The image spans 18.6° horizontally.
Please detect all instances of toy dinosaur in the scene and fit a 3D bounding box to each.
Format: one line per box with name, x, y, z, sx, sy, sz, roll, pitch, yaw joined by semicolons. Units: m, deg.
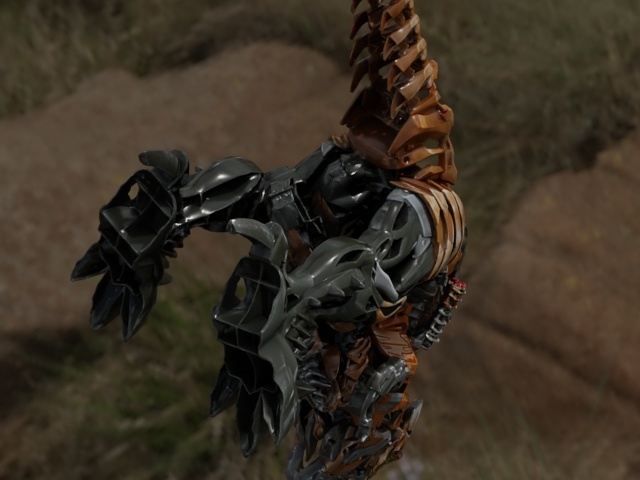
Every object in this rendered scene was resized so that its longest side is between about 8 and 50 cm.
toy dinosaur;0.000;0.000;1.053;0.218;0.322;0.164;-18;18;-38
